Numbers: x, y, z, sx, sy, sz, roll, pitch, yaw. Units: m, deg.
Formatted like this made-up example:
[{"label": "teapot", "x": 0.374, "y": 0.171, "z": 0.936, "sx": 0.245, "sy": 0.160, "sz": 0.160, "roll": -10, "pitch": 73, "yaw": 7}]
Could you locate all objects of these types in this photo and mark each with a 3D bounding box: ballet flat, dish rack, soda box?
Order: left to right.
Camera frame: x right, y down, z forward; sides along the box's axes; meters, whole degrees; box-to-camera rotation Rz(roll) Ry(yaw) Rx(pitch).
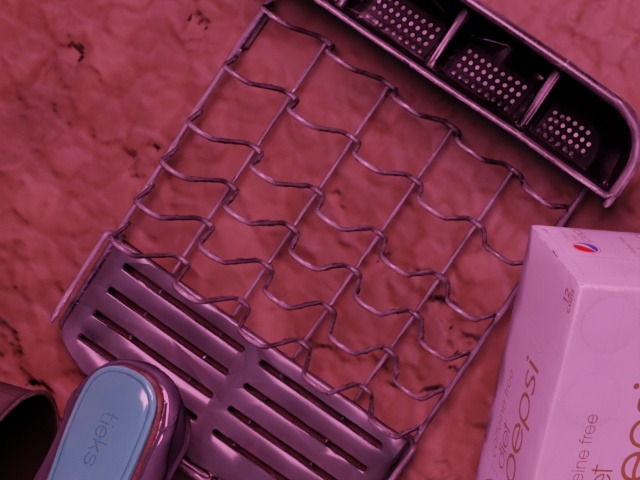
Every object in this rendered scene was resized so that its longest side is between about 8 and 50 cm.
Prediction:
[{"label": "ballet flat", "x": -0.119, "y": 0.152, "z": 0.873, "sx": 0.074, "sy": 0.074, "sz": 0.203, "roll": 27, "pitch": 83, "yaw": 7}, {"label": "dish rack", "x": 0.000, "y": 0.000, "z": 0.890, "sx": 0.208, "sy": 0.074, "sz": 0.271, "roll": 35, "pitch": 100, "yaw": 7}, {"label": "soda box", "x": 0.115, "y": 0.105, "z": 0.843, "sx": 0.073, "sy": 0.069, "sz": 0.216, "roll": 4, "pitch": 111, "yaw": -15}]

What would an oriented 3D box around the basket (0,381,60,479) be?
[{"label": "basket", "x": -0.267, "y": 0.121, "z": 0.913, "sx": 0.226, "sy": 0.154, "sz": 0.204, "roll": 22, "pitch": 113, "yaw": 12}]
